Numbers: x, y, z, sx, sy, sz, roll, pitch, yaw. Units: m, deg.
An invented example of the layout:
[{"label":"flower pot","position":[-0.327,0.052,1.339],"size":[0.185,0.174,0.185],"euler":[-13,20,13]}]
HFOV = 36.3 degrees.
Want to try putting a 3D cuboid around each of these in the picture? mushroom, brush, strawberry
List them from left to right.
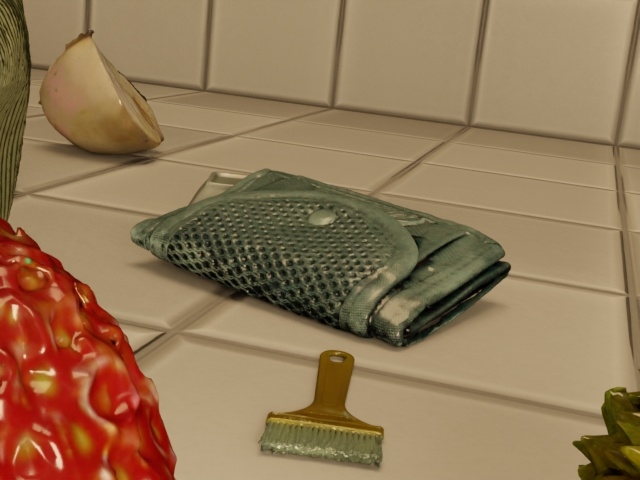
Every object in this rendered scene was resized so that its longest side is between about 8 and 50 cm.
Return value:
[{"label":"strawberry","position":[-0.170,0.079,0.412],"size":[0.234,0.178,0.234],"euler":[-9,6,1]},{"label":"mushroom","position":[-0.380,-0.198,1.676],"size":[0.162,0.173,0.236],"euler":[-28,-33,7]},{"label":"brush","position":[0.007,0.118,0.736],"size":[0.083,0.011,0.205],"euler":[6,13,3]}]

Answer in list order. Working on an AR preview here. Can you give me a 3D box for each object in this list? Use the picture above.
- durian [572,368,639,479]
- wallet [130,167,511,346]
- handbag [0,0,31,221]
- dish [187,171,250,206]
[{"label":"durian","position":[0.176,0.130,0.356],"size":[0.177,0.200,0.237],"euler":[20,22,10]},{"label":"wallet","position":[0.000,0.000,1.027],"size":[0.342,0.075,0.237],"euler":[20,29,32]},{"label":"handbag","position":[-0.334,-0.054,0.681],"size":[0.247,0.340,0.240],"euler":[6,31,-21]},{"label":"dish","position":[-0.061,-0.044,1.261],"size":[0.234,0.064,0.154],"euler":[6,13,-3]}]
